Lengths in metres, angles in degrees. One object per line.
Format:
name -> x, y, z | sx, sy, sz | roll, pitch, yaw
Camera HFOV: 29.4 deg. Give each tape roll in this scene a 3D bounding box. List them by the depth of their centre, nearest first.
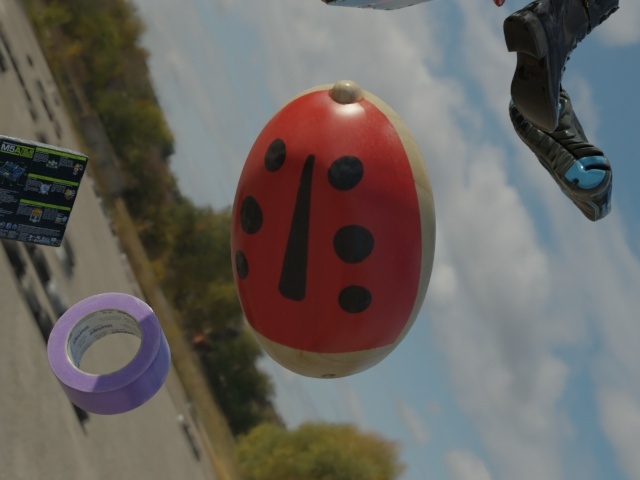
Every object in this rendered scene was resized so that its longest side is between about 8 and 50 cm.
tape roll -> -0.346, 0.185, 2.000 | 0.080, 0.189, 0.189 | 78, -14, -54

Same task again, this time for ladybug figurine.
ladybug figurine -> 0.000, 0.000, 1.688 | 0.162, 0.305, 0.449 | -35, 134, -58

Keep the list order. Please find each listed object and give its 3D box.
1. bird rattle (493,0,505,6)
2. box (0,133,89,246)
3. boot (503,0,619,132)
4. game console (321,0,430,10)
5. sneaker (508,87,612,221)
bird rattle -> 0.348, -0.533, 2.066 | 0.143, 0.206, 0.254 | -127, -157, -59
box -> -0.533, -0.089, 2.212 | 0.045, 0.190, 0.184 | 25, -79, 44
boot -> 0.408, -0.327, 1.973 | 0.091, 0.229, 0.263 | 31, -29, 39
game console -> 0.219, -0.513, 2.345 | 0.342, 0.386, 0.060 | -14, 96, -58
sneaker -> 0.468, -0.177, 2.391 | 0.140, 0.125, 0.341 | 60, 8, -48
